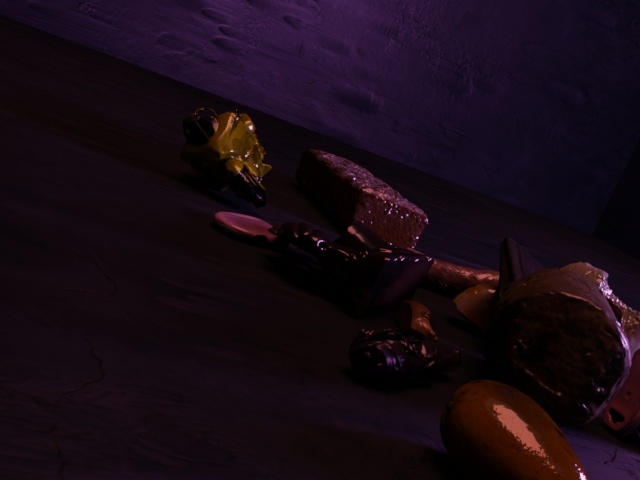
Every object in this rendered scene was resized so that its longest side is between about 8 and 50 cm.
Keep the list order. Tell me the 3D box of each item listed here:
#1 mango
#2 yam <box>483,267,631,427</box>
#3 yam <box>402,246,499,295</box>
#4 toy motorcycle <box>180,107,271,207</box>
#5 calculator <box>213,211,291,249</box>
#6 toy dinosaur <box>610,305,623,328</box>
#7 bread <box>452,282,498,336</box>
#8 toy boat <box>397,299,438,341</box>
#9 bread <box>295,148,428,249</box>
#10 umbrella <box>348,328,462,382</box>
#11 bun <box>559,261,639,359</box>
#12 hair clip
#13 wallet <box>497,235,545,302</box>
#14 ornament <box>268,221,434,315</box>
[{"bbox_3d":[0.209,0.223,1.152,0.195,0.098,0.137,37,13,34],"label":"mango"},{"bbox_3d":[0.332,0.146,1.548,0.195,0.195,0.300,25,10,8],"label":"yam"},{"bbox_3d":[0.269,0.074,2.049,0.299,0.066,0.066,14,13,-18],"label":"yam"},{"bbox_3d":[-0.183,-0.170,2.108,0.206,0.142,0.342,60,2,-15],"label":"toy motorcycle"},{"bbox_3d":[-0.109,-0.017,1.818,0.103,0.024,0.166,32,12,37],"label":"calculator"},{"bbox_3d":[0.447,0.158,1.829,0.070,0.139,0.286,20,14,-9],"label":"toy dinosaur"},{"bbox_3d":[0.297,0.120,1.849,0.157,0.094,0.083,18,15,-4],"label":"bread"},{"bbox_3d":[0.148,0.122,1.631,0.049,0.047,0.149,23,10,-7],"label":"toy boat"},{"bbox_3d":[0.077,-0.096,2.362,0.165,0.113,0.416,21,10,-23],"label":"bread"},{"bbox_3d":[0.123,0.150,1.402,0.071,0.071,0.248,32,12,37],"label":"umbrella"},{"bbox_3d":[0.494,0.143,1.997,0.212,0.126,0.204,37,-14,23],"label":"bun"},{"bbox_3d":[0.486,0.230,1.600,0.102,0.138,0.123,24,2,-28],"label":"hair clip"},{"bbox_3d":[0.364,0.092,1.825,0.168,0.052,0.245,38,26,-11],"label":"wallet"},{"bbox_3d":[0.021,0.014,1.727,0.260,0.106,0.251,29,10,21],"label":"ornament"}]
